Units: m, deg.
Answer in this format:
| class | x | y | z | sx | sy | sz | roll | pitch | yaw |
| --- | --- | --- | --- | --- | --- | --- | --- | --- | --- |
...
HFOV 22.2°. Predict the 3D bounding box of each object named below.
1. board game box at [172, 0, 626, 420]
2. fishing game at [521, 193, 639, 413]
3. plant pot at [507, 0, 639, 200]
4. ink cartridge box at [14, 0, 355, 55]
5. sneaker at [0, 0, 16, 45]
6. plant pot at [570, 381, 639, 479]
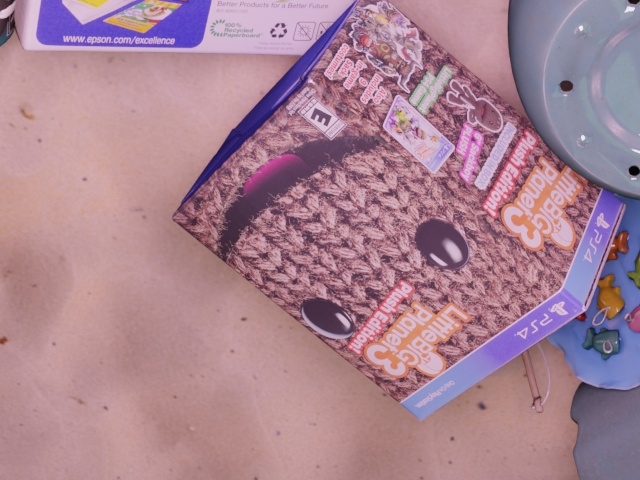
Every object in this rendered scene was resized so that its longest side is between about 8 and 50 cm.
| class | x | y | z | sx | sy | sz | roll | pitch | yaw |
| --- | --- | --- | --- | --- | --- | --- | --- | --- | --- |
| board game box | 0.065 | -0.024 | 1.385 | 0.291 | 0.141 | 0.232 | 39 | 136 | -9 |
| fishing game | 0.272 | 0.043 | 1.518 | 0.041 | 0.189 | 0.264 | 11 | 152 | -41 |
| plant pot | 0.283 | -0.163 | 1.297 | 0.293 | 0.235 | 0.293 | 7 | 119 | 12 |
| ink cartridge box | -0.077 | -0.292 | 1.303 | 0.303 | 0.072 | 0.307 | -1 | 125 | -25 |
| sneaker | -0.287 | -0.240 | 1.394 | 0.302 | 0.108 | 0.121 | -33 | 118 | 32 |
| plant pot | 0.439 | 0.174 | 1.529 | 0.334 | 0.341 | 0.341 | -31 | 118 | 31 |
